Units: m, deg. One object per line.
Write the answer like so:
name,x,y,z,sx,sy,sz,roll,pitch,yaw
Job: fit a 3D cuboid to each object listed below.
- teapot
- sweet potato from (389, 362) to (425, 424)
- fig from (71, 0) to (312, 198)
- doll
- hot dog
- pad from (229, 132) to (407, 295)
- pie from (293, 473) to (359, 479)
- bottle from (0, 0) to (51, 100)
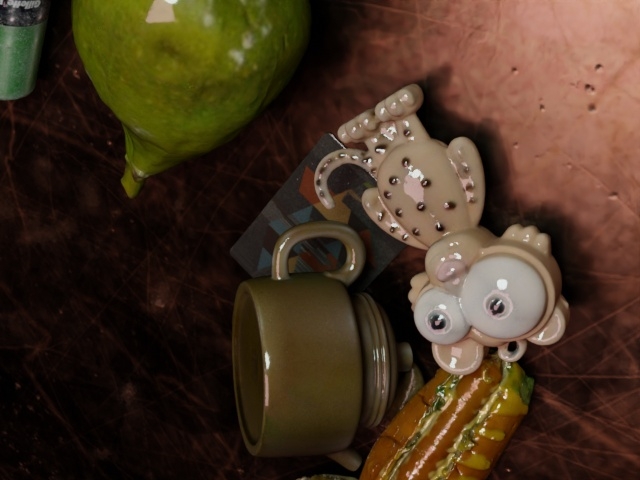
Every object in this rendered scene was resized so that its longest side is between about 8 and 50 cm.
teapot,0.008,0.111,1.135,0.185,0.175,0.268,-145,54,-69
sweet potato,0.092,0.198,1.196,0.038,0.041,0.153,2,108,5
fig,-0.153,-0.187,1.054,0.314,0.233,0.233,-24,98,42
doll,0.115,-0.006,1.039,0.154,0.119,0.278,-39,87,26
hot dog,0.115,0.221,1.138,0.115,0.072,0.269,32,105,18
pad,0.000,0.000,1.182,0.143,0.003,0.211,45,127,6
pie,0.030,0.387,1.295,0.308,0.085,0.308,11,118,22
bottle,-0.324,-0.309,1.179,0.093,0.093,0.330,31,124,16
